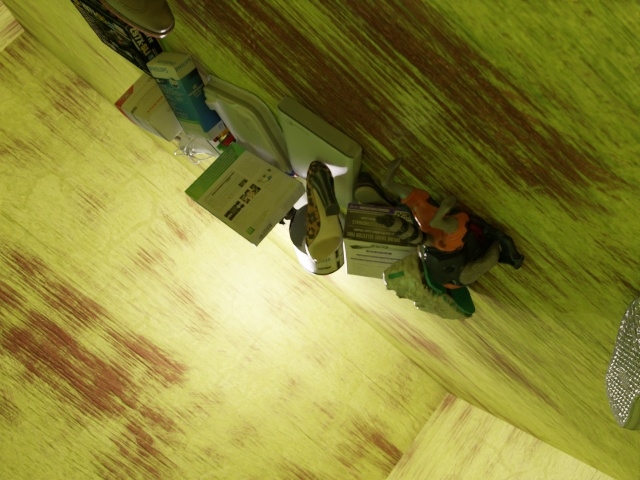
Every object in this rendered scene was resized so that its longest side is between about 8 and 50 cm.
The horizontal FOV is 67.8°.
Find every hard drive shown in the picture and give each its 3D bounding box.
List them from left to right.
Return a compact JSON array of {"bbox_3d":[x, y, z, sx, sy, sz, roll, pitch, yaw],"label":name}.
[{"bbox_3d":[0.005,-0.214,1.276,0.233,0.047,0.353,37,168,13],"label":"hard drive"}]

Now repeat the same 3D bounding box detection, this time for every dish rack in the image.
[{"bbox_3d":[-0.216,-0.337,1.462,0.286,0.072,0.333,33,166,32],"label":"dish rack"}]

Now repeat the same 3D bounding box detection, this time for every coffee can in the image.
[{"bbox_3d":[0.000,0.000,1.744,0.202,0.201,0.275,37,168,14],"label":"coffee can"}]

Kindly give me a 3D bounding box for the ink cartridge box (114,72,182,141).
[{"bbox_3d":[-0.551,-0.476,1.642,0.283,0.207,0.117,30,166,41],"label":"ink cartridge box"}]

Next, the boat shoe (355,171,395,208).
[{"bbox_3d":[0.148,-0.109,1.234,0.075,0.064,0.206,-10,155,25],"label":"boat shoe"}]

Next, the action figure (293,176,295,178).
[{"bbox_3d":[-0.124,-0.238,1.661,0.115,0.030,0.038,27,159,41],"label":"action figure"}]

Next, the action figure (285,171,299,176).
[{"bbox_3d":[-0.161,-0.205,1.624,0.280,0.091,0.139,29,143,25],"label":"action figure"}]

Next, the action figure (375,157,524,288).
[{"bbox_3d":[0.224,-0.016,1.006,0.341,0.178,0.330,32,166,50],"label":"action figure"}]

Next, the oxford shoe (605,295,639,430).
[{"bbox_3d":[0.605,0.212,0.823,0.130,0.169,0.449,-8,141,15],"label":"oxford shoe"}]

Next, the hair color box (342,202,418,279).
[{"bbox_3d":[0.163,0.015,1.321,0.185,0.110,0.339,7,163,7],"label":"hair color box"}]

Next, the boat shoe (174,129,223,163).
[{"bbox_3d":[-0.557,-0.412,2.049,0.367,0.156,0.136,35,168,25],"label":"boat shoe"}]

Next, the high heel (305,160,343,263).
[{"bbox_3d":[-0.004,-0.073,1.257,0.261,0.093,0.186,103,156,-49],"label":"high heel"}]

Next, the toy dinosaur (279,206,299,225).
[{"bbox_3d":[-0.164,-0.162,1.819,0.121,0.160,0.313,-2,134,23],"label":"toy dinosaur"}]

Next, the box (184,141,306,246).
[{"bbox_3d":[-0.236,-0.151,1.466,0.322,0.232,0.058,34,166,28],"label":"box"}]

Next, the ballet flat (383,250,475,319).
[{"bbox_3d":[0.288,0.129,1.276,0.147,0.147,0.409,30,179,40],"label":"ballet flat"}]

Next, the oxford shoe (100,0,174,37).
[{"bbox_3d":[-0.457,-0.607,1.048,0.348,0.123,0.130,44,163,-29],"label":"oxford shoe"}]

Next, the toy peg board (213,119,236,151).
[{"bbox_3d":[-0.351,-0.382,1.695,0.161,0.079,0.160,26,162,50],"label":"toy peg board"}]

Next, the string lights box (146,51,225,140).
[{"bbox_3d":[-0.412,-0.442,1.475,0.133,0.076,0.259,20,147,34],"label":"string lights box"}]

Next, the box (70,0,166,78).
[{"bbox_3d":[-0.629,-0.665,1.495,0.322,0.079,0.257,36,167,17],"label":"box"}]
